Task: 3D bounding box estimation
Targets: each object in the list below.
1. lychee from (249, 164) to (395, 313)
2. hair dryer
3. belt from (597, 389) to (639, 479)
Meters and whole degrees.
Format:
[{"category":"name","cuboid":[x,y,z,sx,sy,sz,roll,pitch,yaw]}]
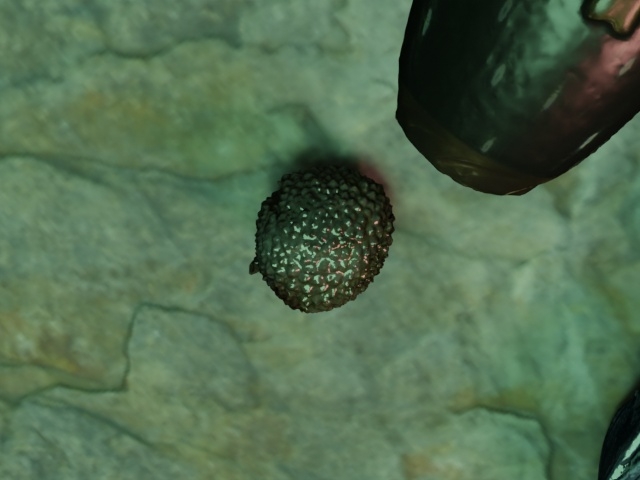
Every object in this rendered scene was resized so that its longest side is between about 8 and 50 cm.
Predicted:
[{"category":"lychee","cuboid":[0.000,0.000,0.855,0.083,0.068,0.067,-31,150,25]},{"category":"hair dryer","cuboid":[0.228,-0.098,0.661,0.359,0.120,0.303,28,109,-17]},{"category":"belt","cuboid":[0.211,0.154,0.885,0.141,0.082,0.190,-2,121,16]}]
